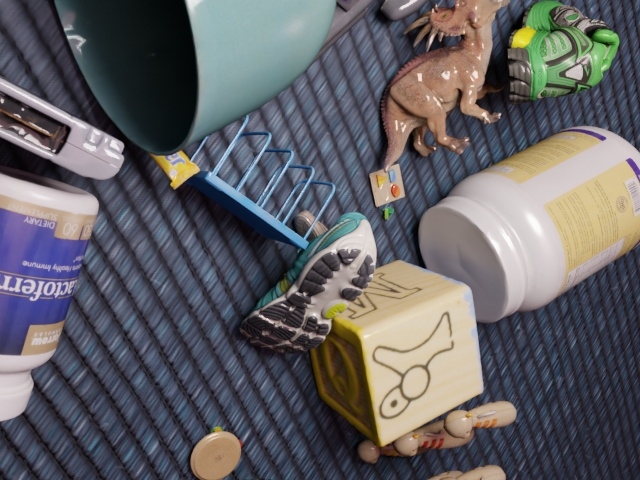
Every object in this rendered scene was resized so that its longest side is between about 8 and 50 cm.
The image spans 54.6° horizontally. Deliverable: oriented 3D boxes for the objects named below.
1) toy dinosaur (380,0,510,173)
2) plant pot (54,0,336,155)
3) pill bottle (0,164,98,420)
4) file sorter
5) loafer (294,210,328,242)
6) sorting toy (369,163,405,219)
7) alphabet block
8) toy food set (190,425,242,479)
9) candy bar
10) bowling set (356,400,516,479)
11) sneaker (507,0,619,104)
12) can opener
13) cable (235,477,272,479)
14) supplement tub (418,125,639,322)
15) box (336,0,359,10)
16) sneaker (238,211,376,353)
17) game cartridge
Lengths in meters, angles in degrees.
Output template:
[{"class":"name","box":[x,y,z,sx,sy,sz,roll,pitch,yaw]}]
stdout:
[{"class":"toy dinosaur","box":[0.171,-0.247,0.950,0.295,0.127,0.200,-42,108,9]},{"class":"plant pot","box":[-0.125,-0.273,0.691,0.235,0.293,0.293,-30,114,-33]},{"class":"pill bottle","box":[-0.360,0.056,0.697,0.153,0.153,0.265,16,94,-31]},{"class":"file sorter","box":[-0.084,-0.081,0.843,0.170,0.118,0.104,36,79,-30]},{"class":"loafer","box":[0.000,0.000,0.954,0.039,0.045,0.125,-48,127,-31]},{"class":"sorting toy","box":[0.113,-0.077,1.012,0.062,0.012,0.083,-22,110,-24]},{"class":"alphabet block","box":[0.108,0.162,0.957,0.197,0.193,0.192,-19,108,-25]},{"class":"toy food set","box":[-0.158,0.328,0.944,0.082,0.020,0.083,-39,116,-17]},{"class":"candy bar","box":[-0.216,-0.135,0.773,0.040,0.018,0.161,-41,87,-2]},{"class":"bowling set","box":[0.197,0.378,0.981,0.154,0.287,0.200,-1,62,-30]},{"class":"sneaker","box":[0.393,-0.297,0.987,0.343,0.146,0.134,-53,141,-50]},{"class":"can opener","box":[0.062,-0.321,0.882,0.095,0.076,0.283,45,78,-3]},{"class":"cable","box":[-0.138,0.439,0.961,0.184,0.047,0.150,-10,111,-28]},{"class":"supplement tub","box":[0.354,-0.028,1.025,0.331,0.241,0.241,-26,112,-22]},{"class":"box","box":[-0.061,-0.423,0.769,0.324,0.067,0.063,36,82,-17]},{"class":"sneaker","box":[-0.014,0.068,0.874,0.107,0.110,0.275,32,125,-21]},{"class":"game cartridge","box":[-0.354,-0.155,0.627,0.297,0.198,0.062,28,86,-30]}]
